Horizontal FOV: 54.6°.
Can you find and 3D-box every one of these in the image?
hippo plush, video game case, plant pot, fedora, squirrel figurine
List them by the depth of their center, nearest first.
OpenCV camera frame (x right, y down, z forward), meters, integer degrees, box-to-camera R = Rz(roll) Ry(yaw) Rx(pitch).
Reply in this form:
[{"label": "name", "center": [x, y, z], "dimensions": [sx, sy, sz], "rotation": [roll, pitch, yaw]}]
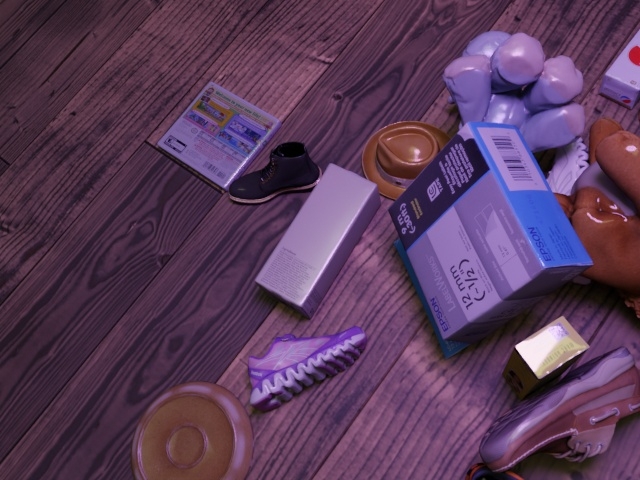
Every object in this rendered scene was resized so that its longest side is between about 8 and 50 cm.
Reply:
[{"label": "squirrel figurine", "center": [0.564, -0.030, 0.878], "dimensions": [0.281, 0.370, 0.397], "rotation": [-34, 95, -31]}, {"label": "plant pot", "center": [-0.236, 0.369, 1.111], "dimensions": [0.236, 0.032, 0.236], "rotation": [-4, 68, 11]}, {"label": "hippo plush", "center": [0.343, -0.251, 1.118], "dimensions": [0.234, 0.294, 0.236], "rotation": [1, 35, 15]}, {"label": "fedora", "center": [0.172, -0.172, 1.217], "dimensions": [0.194, 0.079, 0.194], "rotation": [-5, 67, 11]}, {"label": "video game case", "center": [-0.222, -0.232, 1.358], "dimensions": [0.212, 0.023, 0.193], "rotation": [33, 78, 23]}]

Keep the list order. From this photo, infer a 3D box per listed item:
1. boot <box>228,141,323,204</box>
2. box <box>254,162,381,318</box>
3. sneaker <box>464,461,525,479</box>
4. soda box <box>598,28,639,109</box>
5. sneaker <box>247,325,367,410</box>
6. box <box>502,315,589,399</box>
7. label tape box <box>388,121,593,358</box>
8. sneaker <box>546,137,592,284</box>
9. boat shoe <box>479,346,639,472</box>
[{"label": "boot", "center": [-0.104, -0.142, 1.233], "dimensions": [0.198, 0.137, 0.077], "rotation": [-14, 66, 7]}, {"label": "box", "center": [0.000, 0.000, 1.176], "dimensions": [0.113, 0.094, 0.275], "rotation": [29, 76, 21]}, {"label": "sneaker", "center": [0.314, 0.461, 0.872], "dimensions": [0.124, 0.180, 0.321], "rotation": [-40, 66, -5]}, {"label": "soda box", "center": [0.634, -0.362, 1.200], "dimensions": [0.074, 0.069, 0.216], "rotation": [35, 78, 23]}, {"label": "sneaker", "center": [-0.033, 0.204, 1.105], "dimensions": [0.236, 0.095, 0.104], "rotation": [-28, 58, 1]}, {"label": "box", "center": [0.337, 0.186, 0.950], "dimensions": [0.087, 0.232, 0.058], "rotation": [-33, 65, -1]}, {"label": "label tape box", "center": [0.219, 0.019, 0.991], "dimensions": [0.115, 0.348, 0.249], "rotation": [-2, 60, -33]}, {"label": "sneaker", "center": [0.426, -0.066, 1.111], "dimensions": [0.118, 0.110, 0.292], "rotation": [-1, 67, 21]}, {"label": "boat shoe", "center": [0.380, 0.269, 0.924], "dimensions": [0.324, 0.123, 0.116], "rotation": [-21, 73, -25]}]
